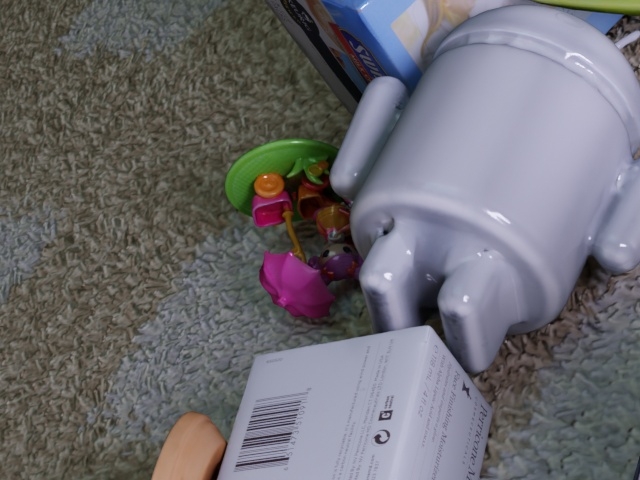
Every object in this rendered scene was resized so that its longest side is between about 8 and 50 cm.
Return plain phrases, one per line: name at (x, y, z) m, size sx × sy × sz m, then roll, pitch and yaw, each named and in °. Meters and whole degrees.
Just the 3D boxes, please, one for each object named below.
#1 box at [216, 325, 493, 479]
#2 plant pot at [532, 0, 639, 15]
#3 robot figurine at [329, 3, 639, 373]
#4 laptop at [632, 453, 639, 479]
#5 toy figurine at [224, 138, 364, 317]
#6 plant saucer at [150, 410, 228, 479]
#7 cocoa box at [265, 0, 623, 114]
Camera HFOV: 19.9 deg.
box at (0.025, 0.185, 1.493) m, size 0.182 × 0.119 × 0.181 m, roll -12°, pitch 44°, yaw 31°
plant pot at (0.344, -0.300, 1.630) m, size 0.227 × 0.207 × 0.228 m, roll 12°, pitch 93°, yaw 48°
robot figurine at (0.155, -0.061, 1.578) m, size 0.300 × 0.200 × 0.353 m, roll 19°, pitch 61°, yaw 19°
laptop at (0.390, 0.249, 1.013) m, size 0.408 × 0.236 × 0.382 m, roll -7°, pitch 47°, yaw 36°
toy figurine at (0.000, 0.000, 1.752) m, size 0.173 × 0.130 × 0.159 m, roll -8°, pitch 55°, yaw 0°
plant saucer at (-0.107, 0.241, 1.502) m, size 0.037 × 0.200 × 0.200 m, roll 8°, pitch 51°, yaw 10°
cocoa box at (0.149, -0.285, 1.798) m, size 0.347 × 0.231 × 0.228 m, roll -45°, pitch 36°, yaw -10°
